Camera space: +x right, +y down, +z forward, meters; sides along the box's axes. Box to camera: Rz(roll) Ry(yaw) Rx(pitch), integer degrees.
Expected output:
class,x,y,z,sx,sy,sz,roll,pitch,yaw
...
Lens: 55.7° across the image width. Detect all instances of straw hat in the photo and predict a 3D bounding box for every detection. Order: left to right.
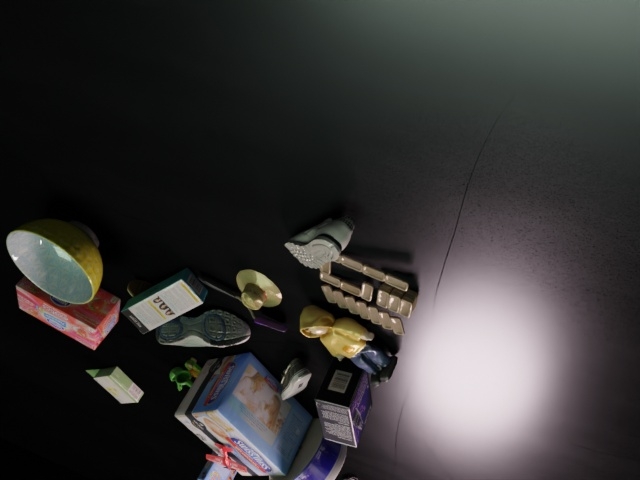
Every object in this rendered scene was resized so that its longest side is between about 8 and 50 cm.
class,x,y,z,sx,sy,sz,roll,pitch,yaw
straw hat,-0.183,0.152,1.652,0.144,0.061,0.145,15,136,15

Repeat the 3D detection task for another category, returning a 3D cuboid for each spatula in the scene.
class,x,y,z,sx,sy,sz,roll,pitch,yaw
spatula,-0.222,0.177,1.710,0.296,0.084,0.030,34,96,4

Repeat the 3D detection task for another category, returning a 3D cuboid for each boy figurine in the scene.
class,x,y,z,sx,sy,sz,roll,pitch,yaw
boy figurine,0.071,0.268,1.601,0.285,0.092,0.177,37,141,-13

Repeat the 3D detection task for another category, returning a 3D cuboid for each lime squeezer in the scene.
class,x,y,z,sx,sy,sz,roll,pitch,yaw
lime squeezer,-0.482,0.501,2.124,0.310,0.058,0.110,-12,96,59

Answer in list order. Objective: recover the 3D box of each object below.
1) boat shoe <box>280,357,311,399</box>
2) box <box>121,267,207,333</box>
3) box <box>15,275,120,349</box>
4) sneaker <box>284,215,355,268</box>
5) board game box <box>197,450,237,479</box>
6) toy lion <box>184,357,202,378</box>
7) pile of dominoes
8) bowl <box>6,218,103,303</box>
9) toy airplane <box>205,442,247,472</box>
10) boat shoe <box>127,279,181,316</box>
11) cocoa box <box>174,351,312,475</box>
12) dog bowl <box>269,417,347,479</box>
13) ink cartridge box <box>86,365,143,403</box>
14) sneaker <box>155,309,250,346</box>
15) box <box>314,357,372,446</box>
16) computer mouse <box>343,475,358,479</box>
class,x,y,z,sx,sy,sz,roll,pitch,yaw
boat shoe,-0.083,0.425,1.861,0.070,0.077,0.219,57,148,22
box,-0.457,0.179,1.774,0.244,0.060,0.101,-27,115,22
box,-0.836,0.210,2.012,0.299,0.142,0.154,29,139,1
sneaker,0.000,0.000,1.391,0.090,0.095,0.235,42,157,-20
board game box,-0.379,0.878,2.353,0.039,0.212,0.160,0,130,29
toy lion,-0.434,0.456,2.113,0.100,0.034,0.096,43,144,-13
pile of dominoes,0.114,0.117,1.487,0.251,0.040,0.196,23,139,20
bowl,-0.747,0.034,1.781,0.289,0.156,0.290,15,136,16
toy airplane,-0.300,0.683,1.908,0.151,0.028,0.151,15,137,15
boat shoe,-0.512,0.189,1.873,0.190,0.068,0.072,31,150,-1
cocoa box,-0.240,0.566,1.956,0.227,0.231,0.347,-19,120,41
dog bowl,-0.042,0.715,1.967,0.104,0.265,0.265,44,136,-13
ink cartridge box,-0.850,0.591,2.459,0.235,0.056,0.171,-16,122,36
sneaker,-0.347,0.275,1.847,0.296,0.111,0.129,0,162,17
box,0.070,0.469,1.750,0.108,0.153,0.207,8,135,21
computer mouse,0.057,0.918,2.287,0.071,0.041,0.242,45,130,-14
